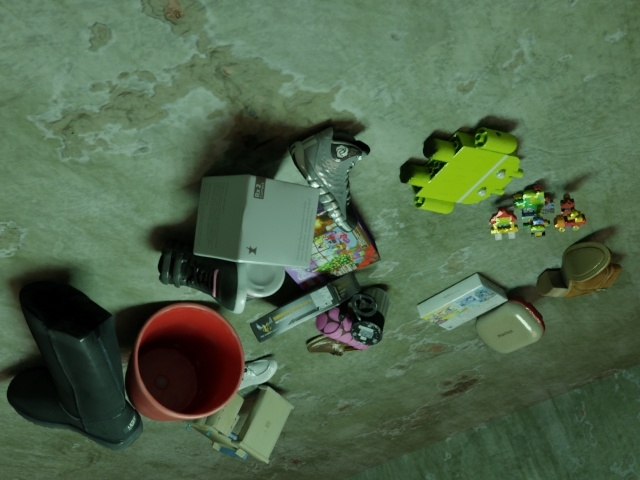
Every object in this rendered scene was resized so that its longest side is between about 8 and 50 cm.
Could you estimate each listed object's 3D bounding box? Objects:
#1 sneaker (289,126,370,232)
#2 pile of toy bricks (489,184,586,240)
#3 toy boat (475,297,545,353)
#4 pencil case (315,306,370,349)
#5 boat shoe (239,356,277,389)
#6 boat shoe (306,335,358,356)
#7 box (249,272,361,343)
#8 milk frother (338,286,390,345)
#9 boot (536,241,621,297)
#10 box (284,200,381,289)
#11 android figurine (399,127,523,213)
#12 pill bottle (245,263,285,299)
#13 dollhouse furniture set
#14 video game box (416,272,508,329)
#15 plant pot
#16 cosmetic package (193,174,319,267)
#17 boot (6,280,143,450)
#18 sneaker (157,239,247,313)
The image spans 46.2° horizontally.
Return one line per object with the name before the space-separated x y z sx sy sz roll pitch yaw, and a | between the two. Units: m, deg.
sneaker | 0.049 -0.119 1.415 0.132 0.086 0.228 -31 128 8
pile of toy bricks | 0.499 -0.079 1.746 0.212 0.118 0.105 -7 123 15
toy boat | 0.579 0.237 2.263 0.151 0.151 0.231 -43 -177 -38
pencil case | 0.068 0.234 2.038 0.209 0.098 0.095 36 77 -53
boat shoe | -0.211 0.384 2.177 0.184 0.066 0.063 -21 152 27
boat shoe | 0.050 0.302 2.164 0.178 0.060 0.064 -8 149 -14
box | -0.033 0.158 1.809 0.231 0.056 0.183 -28 178 21
milk frother | 0.127 0.165 1.910 0.129 0.134 0.143 32 129 -10
boot | 0.778 0.089 2.123 0.220 0.109 0.283 1 148 -25
box | 0.000 0.000 1.648 0.201 0.057 0.293 -22 149 9
android figurine | 0.305 -0.144 1.569 0.273 0.056 0.248 9 141 -34
pill bottle | -0.155 0.076 1.607 0.108 0.108 0.180 -2 171 -24
dollhouse furniture set | -0.295 0.546 2.395 0.303 0.198 0.286 -3 141 45
video game box | 0.407 0.180 2.155 0.205 0.048 0.187 -32 149 23
plant pot | -0.351 0.317 1.818 0.275 0.274 0.243 2 156 -29
cosmetic package | -0.119 -0.035 1.368 0.151 0.151 0.184 7 180 -35
boot | -0.594 0.266 1.673 0.367 0.146 0.445 14 140 14
sneaker | -0.239 0.071 1.477 0.147 0.296 0.104 6 101 -24
